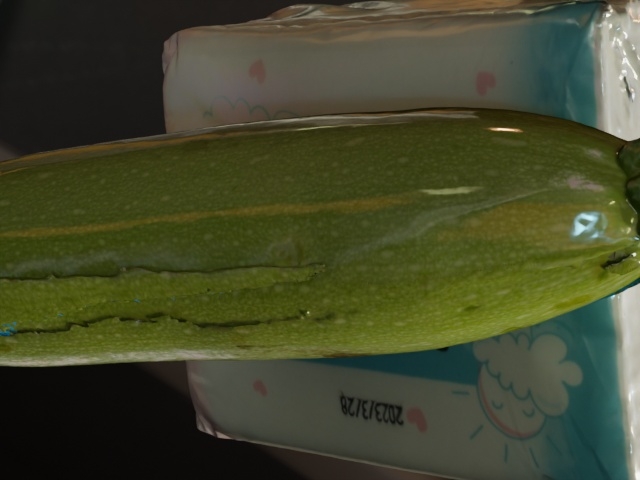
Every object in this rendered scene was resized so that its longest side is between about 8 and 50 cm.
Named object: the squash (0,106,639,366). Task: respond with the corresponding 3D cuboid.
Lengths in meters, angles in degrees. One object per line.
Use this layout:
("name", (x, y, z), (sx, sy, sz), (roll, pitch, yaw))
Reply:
("squash", (0.000, 0.000, 0.646), (0.340, 0.095, 0.094), (-6, 7, 17))

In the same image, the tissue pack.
("tissue pack", (0.057, -0.004, 0.789), (0.124, 0.201, 0.271), (-9, 9, -42))
